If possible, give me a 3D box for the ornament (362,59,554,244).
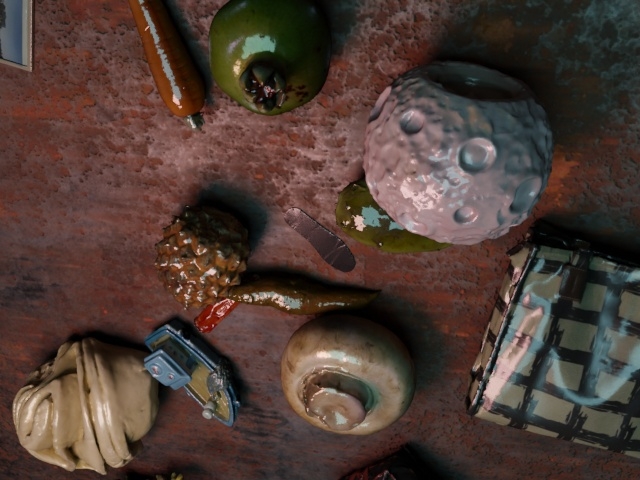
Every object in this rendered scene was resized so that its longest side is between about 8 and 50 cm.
[{"bbox_3d":[0.184,-0.112,1.122,0.259,0.259,0.225,14,120,6],"label":"ornament"}]

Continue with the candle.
[{"bbox_3d":[-0.164,0.113,1.482,0.162,0.053,0.048,-42,73,26],"label":"candle"}]

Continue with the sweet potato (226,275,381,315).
[{"bbox_3d":[-0.032,0.097,1.429,0.274,0.067,0.067,3,123,1],"label":"sweet potato"}]

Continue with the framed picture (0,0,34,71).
[{"bbox_3d":[-0.503,-0.349,1.305,0.109,0.011,0.149,17,124,4],"label":"framed picture"}]

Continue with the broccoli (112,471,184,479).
[{"bbox_3d":[-0.337,0.650,1.776,0.334,0.272,0.324,25,85,6],"label":"broccoli"}]

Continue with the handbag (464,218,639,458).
[{"bbox_3d":[0.420,0.158,1.292,0.325,0.162,0.327,14,118,4],"label":"handbag"}]

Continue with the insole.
[{"bbox_3d":[0.000,0.000,1.396,0.152,0.002,0.053,39,123,-11],"label":"insole"}]

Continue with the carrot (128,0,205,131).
[{"bbox_3d":[-0.244,-0.318,1.233,0.069,0.069,0.336,-12,111,22],"label":"carrot"}]

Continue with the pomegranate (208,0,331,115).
[{"bbox_3d":[-0.074,-0.262,1.133,0.179,0.210,0.179,1,98,8],"label":"pomegranate"}]

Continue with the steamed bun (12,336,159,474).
[{"bbox_3d":[-0.456,0.341,1.613,0.289,0.203,0.276,0,121,14],"label":"steamed bun"}]

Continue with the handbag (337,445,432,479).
[{"bbox_3d":[0.124,0.510,1.595,0.215,0.155,0.169,-38,92,32],"label":"handbag"}]

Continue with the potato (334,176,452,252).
[{"bbox_3d":[0.133,-0.037,1.284,0.225,0.090,0.117,8,117,2],"label":"potato"}]

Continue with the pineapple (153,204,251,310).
[{"bbox_3d":[-0.207,0.038,1.387,0.166,0.166,0.193,29,123,-4],"label":"pineapple"}]

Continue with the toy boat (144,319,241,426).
[{"bbox_3d":[-0.237,0.263,1.570,0.109,0.098,0.238,-31,110,32],"label":"toy boat"}]

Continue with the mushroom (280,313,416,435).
[{"bbox_3d":[0.047,0.241,1.431,0.255,0.184,0.255,2,118,3],"label":"mushroom"}]
